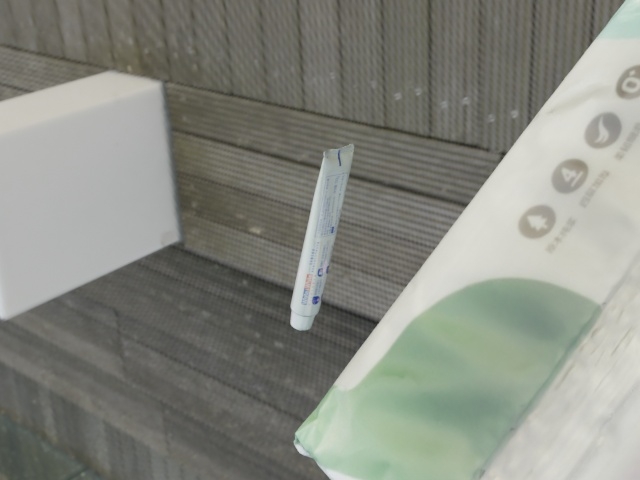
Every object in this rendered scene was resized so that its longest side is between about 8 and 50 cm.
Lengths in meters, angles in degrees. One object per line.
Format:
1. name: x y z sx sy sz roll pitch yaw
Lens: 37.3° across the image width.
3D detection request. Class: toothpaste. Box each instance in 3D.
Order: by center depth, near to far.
1. toothpaste: 0.000 0.000 1.027 0.033 0.052 0.218 30 120 32

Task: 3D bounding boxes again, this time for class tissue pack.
1. tissue pack: 0.197 0.074 0.597 0.356 0.266 0.194 -53 42 0
